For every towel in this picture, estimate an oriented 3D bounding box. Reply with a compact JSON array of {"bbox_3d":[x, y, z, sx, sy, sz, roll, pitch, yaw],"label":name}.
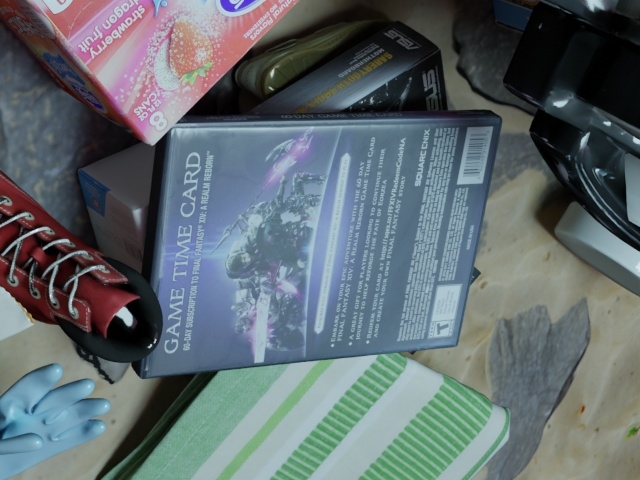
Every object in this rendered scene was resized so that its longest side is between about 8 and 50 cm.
[{"bbox_3d":[-0.002,0.185,1.323,0.324,0.038,0.248,28,109,-40],"label":"towel"}]

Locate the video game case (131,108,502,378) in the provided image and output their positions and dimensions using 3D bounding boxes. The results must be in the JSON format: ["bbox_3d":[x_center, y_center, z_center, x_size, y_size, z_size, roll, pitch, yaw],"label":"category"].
[{"bbox_3d":[0.000,0.000,1.146,0.274,0.026,0.196,-3,115,-27],"label":"video game case"}]

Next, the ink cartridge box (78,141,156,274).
[{"bbox_3d":[-0.109,0.005,1.167,0.090,0.092,0.143,-28,125,-25],"label":"ink cartridge box"}]

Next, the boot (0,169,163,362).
[{"bbox_3d":[-0.211,-0.007,1.027,0.244,0.176,0.088,43,78,-40],"label":"boot"}]

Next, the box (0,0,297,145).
[{"bbox_3d":[-0.082,-0.232,1.047,0.300,0.142,0.154,-47,130,-10],"label":"box"}]

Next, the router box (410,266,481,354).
[{"bbox_3d":[0.068,0.031,1.260,0.092,0.038,0.122,-51,143,1],"label":"router box"}]

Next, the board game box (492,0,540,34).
[{"bbox_3d":[0.249,-0.332,1.248,0.232,0.141,0.291,-29,125,-23],"label":"board game box"}]

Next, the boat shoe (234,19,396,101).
[{"bbox_3d":[0.005,-0.143,1.221,0.153,0.048,0.056,-25,122,-33],"label":"boat shoe"}]

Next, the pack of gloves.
[{"bbox_3d":[-0.274,0.125,1.051,0.232,0.046,0.195,-28,130,19],"label":"pack of gloves"}]

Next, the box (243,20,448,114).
[{"bbox_3d":[0.022,-0.036,1.235,0.183,0.056,0.231,-34,140,-21],"label":"box"}]

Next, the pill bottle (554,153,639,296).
[{"bbox_3d":[0.345,-0.086,1.416,0.162,0.162,0.278,36,86,-41],"label":"pill bottle"}]

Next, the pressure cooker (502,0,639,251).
[{"bbox_3d":[0.339,-0.165,1.041,0.375,0.369,0.421,-4,119,-66],"label":"pressure cooker"}]
